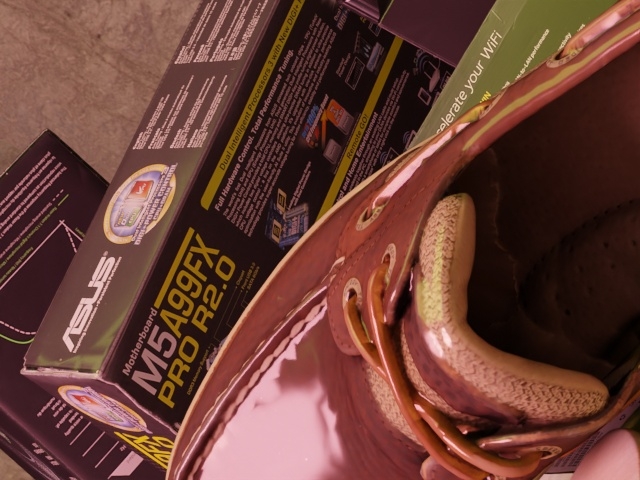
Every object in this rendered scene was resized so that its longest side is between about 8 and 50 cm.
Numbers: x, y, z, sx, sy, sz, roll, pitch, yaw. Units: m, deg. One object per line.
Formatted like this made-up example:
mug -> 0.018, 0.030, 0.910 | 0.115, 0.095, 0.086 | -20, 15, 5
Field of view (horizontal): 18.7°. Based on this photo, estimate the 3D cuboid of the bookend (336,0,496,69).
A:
bookend -> 0.093, -0.083, 0.838 | 0.072, 0.156, 0.157 | -60, 10, 15

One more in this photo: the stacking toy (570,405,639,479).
stacking toy -> 0.019, 0.162, 0.616 | 0.309, 0.130, 0.279 | -49, 17, 58

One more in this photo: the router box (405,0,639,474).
router box -> 0.099, -0.022, 0.734 | 0.133, 0.046, 0.179 | 47, 117, 35

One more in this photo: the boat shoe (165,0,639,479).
boat shoe -> 0.056, 0.017, 0.627 | 0.342, 0.123, 0.123 | -40, -7, 24

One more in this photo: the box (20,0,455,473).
box -> 0.000, 0.000, 0.946 | 0.060, 0.216, 0.270 | 0, 59, 45

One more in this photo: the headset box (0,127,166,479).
headset box -> -0.108, 0.095, 1.123 | 0.131, 0.283, 0.246 | -49, 6, -14
